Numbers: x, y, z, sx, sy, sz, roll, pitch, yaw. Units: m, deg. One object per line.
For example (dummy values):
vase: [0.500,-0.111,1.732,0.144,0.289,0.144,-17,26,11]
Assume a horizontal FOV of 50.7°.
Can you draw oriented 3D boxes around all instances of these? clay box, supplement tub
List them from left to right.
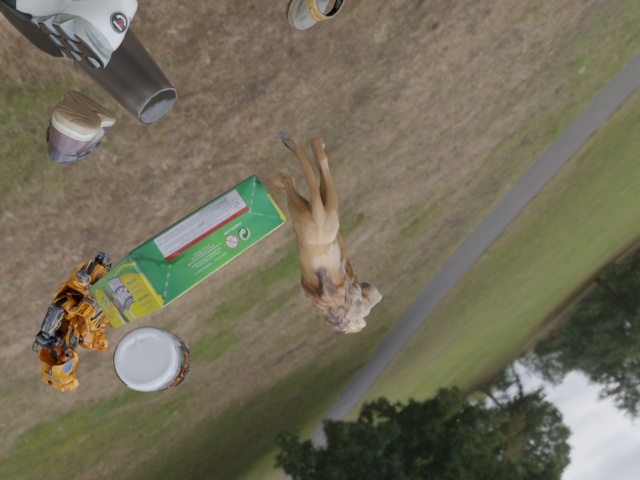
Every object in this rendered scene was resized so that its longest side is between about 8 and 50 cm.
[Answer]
supplement tub: [-0.310,0.226,1.277,0.117,0.117,0.190,-38,171,-7]
clay box: [-0.133,0.018,0.612,0.127,0.053,0.222,-36,-173,-29]

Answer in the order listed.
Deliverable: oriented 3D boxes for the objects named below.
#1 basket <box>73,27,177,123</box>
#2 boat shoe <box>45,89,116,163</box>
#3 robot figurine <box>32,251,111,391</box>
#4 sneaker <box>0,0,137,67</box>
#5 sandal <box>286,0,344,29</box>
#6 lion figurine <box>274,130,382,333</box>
basket: [-0.499,-0.432,1.789,0.204,0.227,0.154,-32,165,-52]
boat shoe: [-0.439,-0.203,1.216,0.092,0.103,0.285,-56,-160,10]
robot figurine: [-0.439,0.151,1.243,0.291,0.085,0.211,-60,-178,47]
sneaker: [-0.437,-0.401,1.171,0.146,0.330,0.122,-57,149,-15]
sandal: [0.008,-0.315,0.866,0.072,0.049,0.180,-32,180,-27]
lion figurine: [0.000,0.000,1.269,0.142,0.240,0.392,-19,142,6]
